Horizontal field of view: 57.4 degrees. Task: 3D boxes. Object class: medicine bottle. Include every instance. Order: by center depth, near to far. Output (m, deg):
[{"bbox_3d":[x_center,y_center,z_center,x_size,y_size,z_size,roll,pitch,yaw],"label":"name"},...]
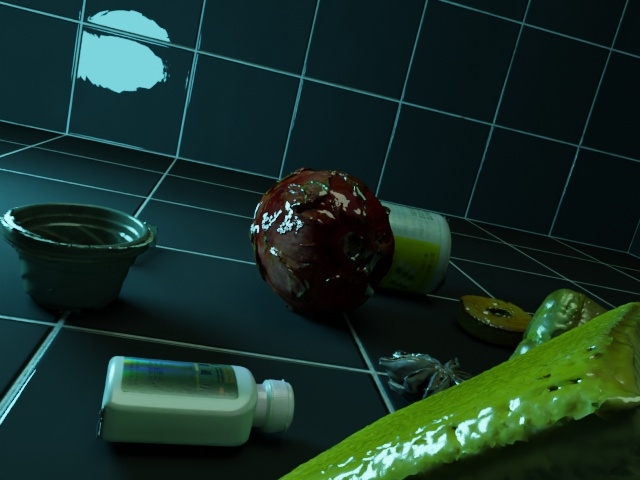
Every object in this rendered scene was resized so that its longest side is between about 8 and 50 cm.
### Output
[{"bbox_3d":[-0.143,0.191,0.692,0.219,0.078,0.115,9,12,-18],"label":"medicine bottle"},{"bbox_3d":[0.116,0.004,1.451,0.379,0.213,0.213,11,13,-11],"label":"medicine bottle"}]

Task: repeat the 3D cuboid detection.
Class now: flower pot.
[{"bbox_3d":[-0.403,0.031,0.969,0.236,0.140,0.235,11,14,-3],"label":"flower pot"}]

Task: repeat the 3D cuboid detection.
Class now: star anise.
[{"bbox_3d":[0.192,0.228,0.920,0.183,0.065,0.195,11,8,-31],"label":"star anise"}]

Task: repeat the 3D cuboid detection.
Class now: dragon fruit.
[{"bbox_3d":[0.000,0.000,1.167,0.296,0.295,0.302,9,3,-19],"label":"dragon fruit"}]

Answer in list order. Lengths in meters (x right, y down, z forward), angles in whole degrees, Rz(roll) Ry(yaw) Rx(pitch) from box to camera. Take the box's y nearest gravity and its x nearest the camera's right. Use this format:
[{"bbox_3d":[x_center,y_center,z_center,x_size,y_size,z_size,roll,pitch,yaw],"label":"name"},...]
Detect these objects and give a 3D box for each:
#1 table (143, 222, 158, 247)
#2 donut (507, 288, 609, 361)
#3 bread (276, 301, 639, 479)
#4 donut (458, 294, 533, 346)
[{"bbox_3d":[-0.463,-0.014,1.270,0.175,0.062,0.146,15,13,0],"label":"table"},{"bbox_3d":[0.371,0.190,0.922,0.128,0.208,0.261,32,-1,21],"label":"donut"},{"bbox_3d":[0.140,0.187,0.475,0.324,0.333,0.143,-4,63,-56],"label":"bread"},{"bbox_3d":[0.392,0.185,1.306,0.179,0.065,0.162,15,18,2],"label":"donut"}]
